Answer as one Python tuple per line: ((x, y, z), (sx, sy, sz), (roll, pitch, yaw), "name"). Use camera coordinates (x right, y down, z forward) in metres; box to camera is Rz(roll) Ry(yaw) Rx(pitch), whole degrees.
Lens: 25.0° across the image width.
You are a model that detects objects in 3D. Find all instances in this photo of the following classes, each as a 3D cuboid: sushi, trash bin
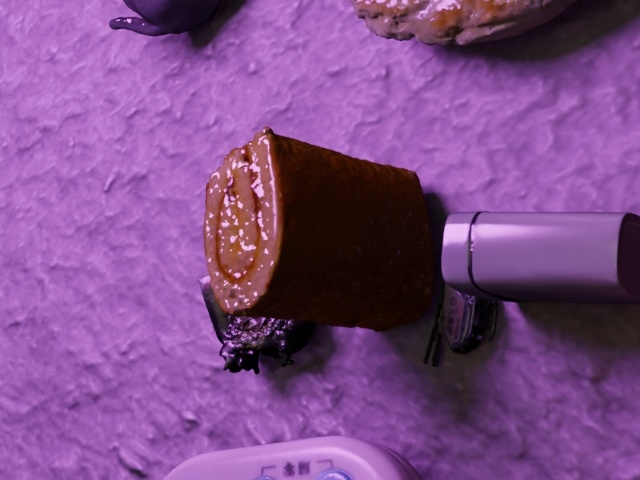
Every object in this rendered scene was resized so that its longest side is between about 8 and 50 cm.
((-0.044, 0.062, 1.181), (0.083, 0.056, 0.084), (-22, 68, 21), "sushi")
((0.167, 0.014, 1.010), (0.130, 0.116, 0.059), (0, 82, 32), "trash bin")

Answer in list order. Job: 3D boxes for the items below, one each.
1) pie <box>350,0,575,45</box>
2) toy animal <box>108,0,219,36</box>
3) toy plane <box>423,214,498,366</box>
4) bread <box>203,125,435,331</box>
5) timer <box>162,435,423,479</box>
((0.119, -0.283, 1.114), (0.257, 0.105, 0.274), (-23, 69, 18), "pie")
((-0.108, -0.297, 1.281), (0.137, 0.082, 0.269), (38, 98, 30), "toy animal")
((0.108, 0.039, 1.098), (0.049, 0.031, 0.120), (7, 87, 43), "toy plane")
((0.000, 0.000, 1.085), (0.103, 0.172, 0.132), (-18, 70, 42), "bread")
((-0.025, 0.275, 1.102), (0.262, 0.087, 0.237), (-12, 73, 32), "timer")
